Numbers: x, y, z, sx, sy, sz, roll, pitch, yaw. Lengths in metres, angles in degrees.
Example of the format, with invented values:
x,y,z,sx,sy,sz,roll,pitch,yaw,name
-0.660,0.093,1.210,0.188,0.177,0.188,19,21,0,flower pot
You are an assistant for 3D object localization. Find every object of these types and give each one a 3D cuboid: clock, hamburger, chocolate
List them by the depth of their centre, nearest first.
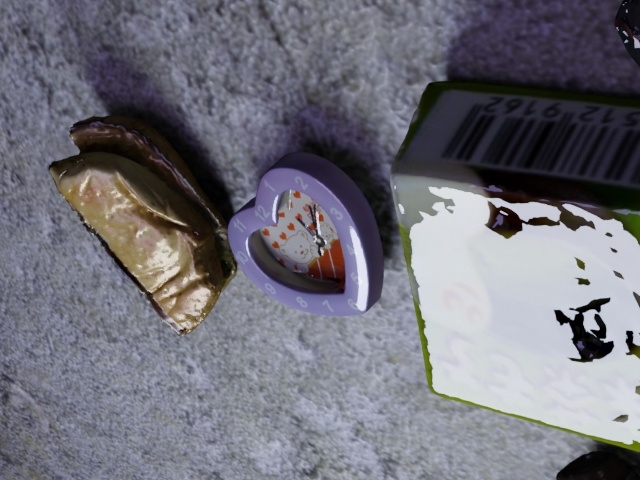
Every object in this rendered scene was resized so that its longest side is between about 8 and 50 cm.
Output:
x,y,z,sx,sy,sz,roll,pitch,yaw,name
0.214,0.030,0.926,0.300,0.137,0.289,12,131,34,chocolate
0.000,0.000,1.146,0.172,0.064,0.198,43,141,2,clock
-0.182,-0.034,1.246,0.131,0.124,0.262,-28,108,31,hamburger

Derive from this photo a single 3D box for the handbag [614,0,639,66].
x,y,z,sx,sy,sz,roll,pitch,yaw,name
0.305,-0.125,0.687,0.215,0.169,0.155,42,125,5,handbag

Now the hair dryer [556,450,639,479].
x,y,z,sx,sy,sz,roll,pitch,yaw,name
0.407,0.317,1.033,0.359,0.120,0.304,-27,88,40,hair dryer
